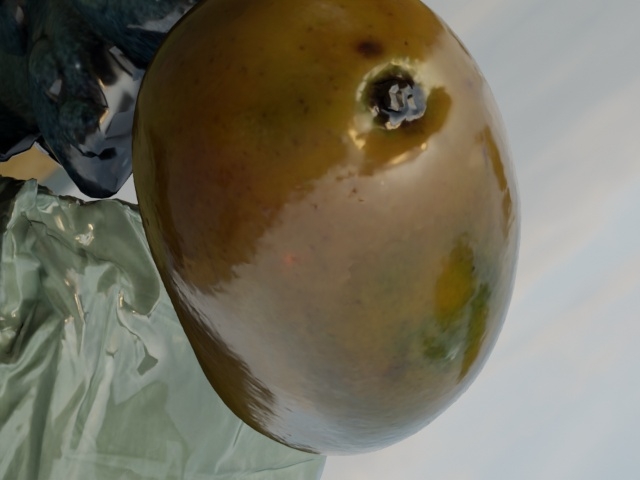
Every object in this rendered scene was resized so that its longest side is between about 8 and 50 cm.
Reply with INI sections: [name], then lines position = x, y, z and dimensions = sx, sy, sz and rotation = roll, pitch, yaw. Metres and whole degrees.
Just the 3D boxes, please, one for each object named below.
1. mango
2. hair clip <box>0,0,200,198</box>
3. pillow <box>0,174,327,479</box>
[mango]
position = 0.003, 0.001, 0.471
dimensions = 0.089, 0.163, 0.111
rotation = -33, -135, -23
[hair clip]
position = -0.105, -0.128, 0.826
dimensions = 0.194, 0.310, 0.206
rotation = 5, 114, -44
[pillow]
position = -0.097, 0.131, 0.908
dimensions = 0.138, 0.283, 0.310
rotation = 19, -84, 40
